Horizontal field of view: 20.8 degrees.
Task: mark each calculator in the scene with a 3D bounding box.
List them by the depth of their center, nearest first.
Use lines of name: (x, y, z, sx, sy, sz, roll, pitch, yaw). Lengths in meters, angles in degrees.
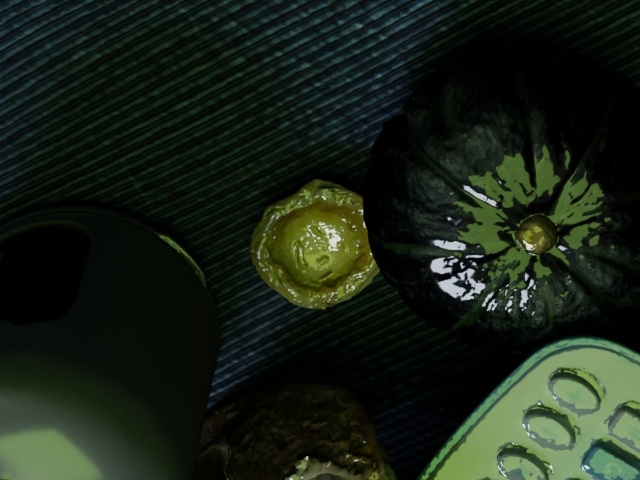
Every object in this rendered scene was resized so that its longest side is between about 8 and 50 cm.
calculator: (0.167, 0.239, 1.209, 0.256, 0.054, 0.386, 31, 110, -2)

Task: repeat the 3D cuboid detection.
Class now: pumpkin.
pumpkin: (0.139, -0.029, 1.198, 0.220, 0.162, 0.220, -1, 111, -2)

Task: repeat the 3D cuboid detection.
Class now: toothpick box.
toothpick box: (-0.177, 0.136, 1.200, 0.229, 0.316, 0.229, 1, 115, 1)

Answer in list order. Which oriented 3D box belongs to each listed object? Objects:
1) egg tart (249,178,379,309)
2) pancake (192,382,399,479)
egg tart: (0.000, 0.000, 1.281, 0.105, 0.039, 0.105, 1, 114, 2)
pancake: (-0.070, 0.276, 1.241, 0.082, 0.387, 0.387, 29, 114, -36)
